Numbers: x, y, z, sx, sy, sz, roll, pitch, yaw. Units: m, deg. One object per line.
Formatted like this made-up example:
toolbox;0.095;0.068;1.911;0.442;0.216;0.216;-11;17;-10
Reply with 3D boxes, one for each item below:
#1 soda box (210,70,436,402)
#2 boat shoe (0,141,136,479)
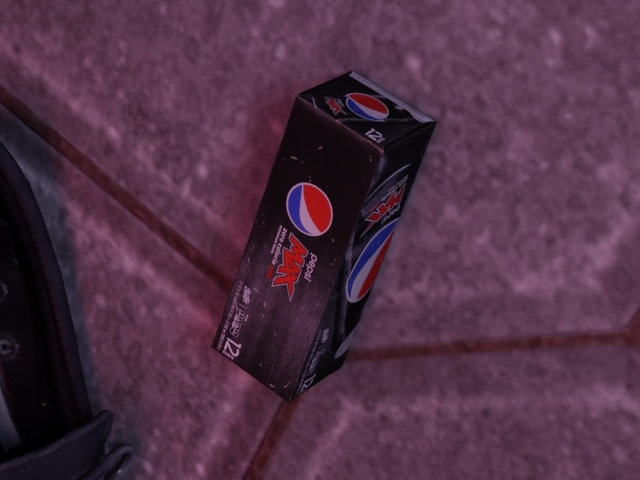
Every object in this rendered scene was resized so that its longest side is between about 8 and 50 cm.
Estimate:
soda box;0.000;0.000;0.834;0.060;0.053;0.169;34;126;20
boat shoe;-0.214;0.153;0.976;0.156;0.187;0.500;-3;102;43
